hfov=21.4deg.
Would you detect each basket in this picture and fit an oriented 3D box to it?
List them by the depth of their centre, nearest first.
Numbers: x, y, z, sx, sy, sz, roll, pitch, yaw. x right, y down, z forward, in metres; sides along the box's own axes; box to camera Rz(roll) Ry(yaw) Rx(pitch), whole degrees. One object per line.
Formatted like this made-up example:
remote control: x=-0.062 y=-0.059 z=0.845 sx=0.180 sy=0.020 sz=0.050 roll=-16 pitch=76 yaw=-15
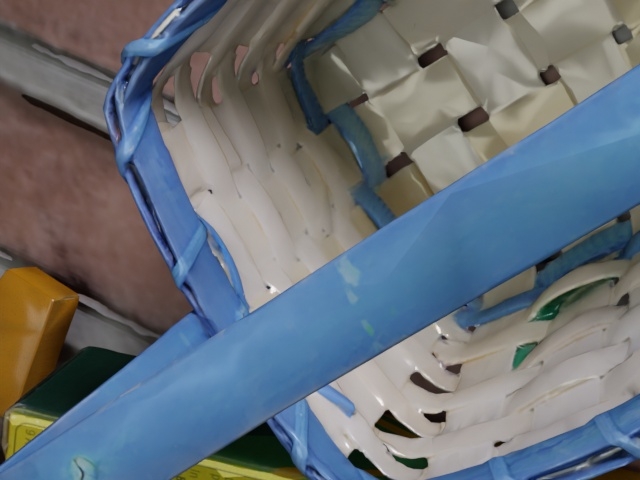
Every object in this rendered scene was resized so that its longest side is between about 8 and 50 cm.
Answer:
basket: x=0.056 y=-0.026 z=0.493 sx=0.255 sy=0.289 sz=0.201 roll=-31 pitch=91 yaw=27

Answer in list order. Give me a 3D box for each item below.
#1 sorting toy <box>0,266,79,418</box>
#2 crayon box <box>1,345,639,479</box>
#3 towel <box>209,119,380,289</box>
sorting toy: x=-0.225 y=0.127 z=0.776 sx=0.229 sy=0.041 sz=0.307 roll=30 pitch=108 yaw=26
crayon box: x=0.030 y=0.177 z=0.666 sx=0.319 sy=0.081 sz=0.202 roll=13 pitch=109 yaw=13
towel: x=0.000 y=0.000 z=0.673 sx=0.067 sy=0.029 sz=0.119 roll=-38 pitch=87 yaw=27
